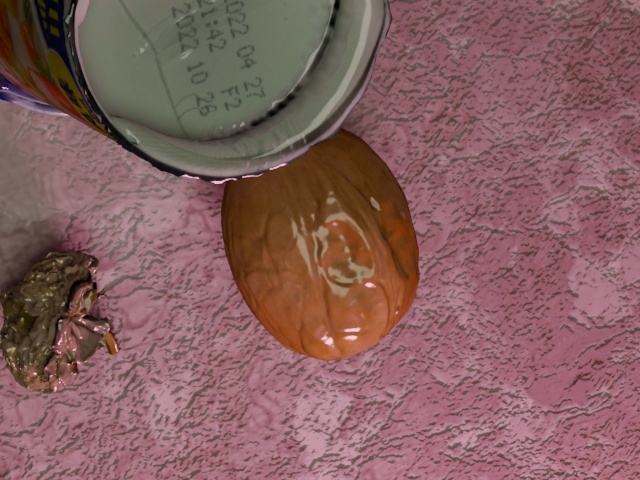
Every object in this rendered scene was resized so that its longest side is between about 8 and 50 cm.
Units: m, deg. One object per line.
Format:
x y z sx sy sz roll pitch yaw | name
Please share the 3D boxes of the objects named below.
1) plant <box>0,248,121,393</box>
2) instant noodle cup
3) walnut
-0.202 0.071 1.009 0.122 0.104 0.116 18 128 -44 | plant
-0.112 -0.175 0.797 0.284 0.312 0.284 -11 115 -23 | instant noodle cup
0.000 0.000 1.002 0.159 0.159 0.207 -25 114 -5 | walnut
